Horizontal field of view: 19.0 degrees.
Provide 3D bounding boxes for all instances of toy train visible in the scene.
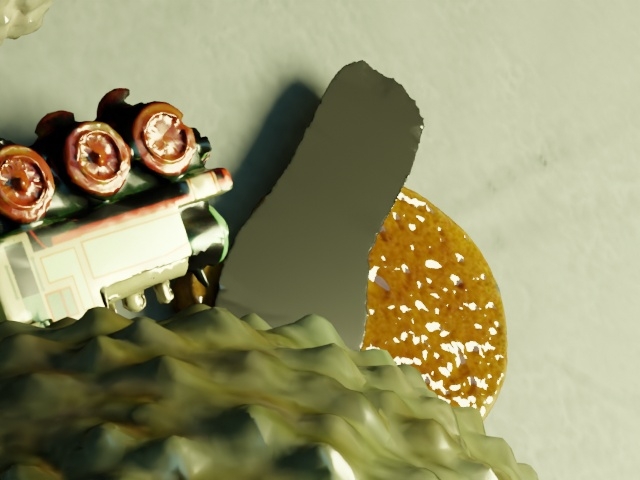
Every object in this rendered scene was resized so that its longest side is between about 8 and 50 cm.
[{"bbox_3d":[-0.129,0.014,0.625,0.250,0.053,0.085,-23,90,-40],"label":"toy train"}]

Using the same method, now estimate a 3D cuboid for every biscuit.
[{"bbox_3d":[0.003,0.039,0.735,0.175,0.026,0.124,-30,84,-41],"label":"biscuit"}]

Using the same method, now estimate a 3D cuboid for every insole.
[{"bbox_3d":[0.000,0.000,0.732,0.064,0.004,0.188,35,50,-15],"label":"insole"}]

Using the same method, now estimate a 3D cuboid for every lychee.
[{"bbox_3d":[-0.055,0.144,0.504,0.255,0.274,0.255,57,21,-37],"label":"lychee"}]

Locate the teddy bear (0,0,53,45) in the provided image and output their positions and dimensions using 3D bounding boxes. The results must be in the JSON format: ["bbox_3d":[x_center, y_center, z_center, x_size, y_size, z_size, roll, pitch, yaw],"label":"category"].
[{"bbox_3d":[-0.142,-0.178,0.631,0.267,0.151,0.236,-30,93,-41],"label":"teddy bear"}]
